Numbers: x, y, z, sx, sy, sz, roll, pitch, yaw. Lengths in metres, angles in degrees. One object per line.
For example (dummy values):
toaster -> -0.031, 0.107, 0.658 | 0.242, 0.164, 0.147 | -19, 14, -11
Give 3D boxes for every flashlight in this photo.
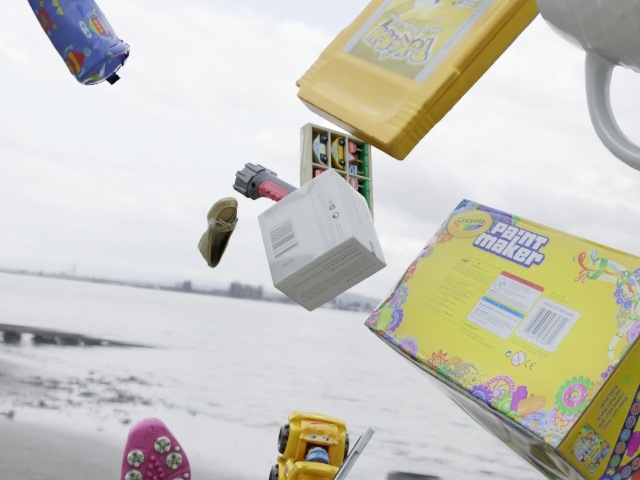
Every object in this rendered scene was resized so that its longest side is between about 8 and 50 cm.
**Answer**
flashlight -> -0.092, -0.094, 2.148 | 0.304, 0.103, 0.103 | 28, 12, 36

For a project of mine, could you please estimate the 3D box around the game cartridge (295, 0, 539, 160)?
game cartridge -> 0.133, -0.281, 1.248 | 0.053, 0.324, 0.285 | 47, -6, -38

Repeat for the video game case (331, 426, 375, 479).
video game case -> 0.025, 0.281, 1.068 | 0.011, 0.122, 0.087 | 33, -16, 7

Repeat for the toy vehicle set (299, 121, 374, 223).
toy vehicle set -> 0.035, -0.098, 1.841 | 0.166, 0.267, 0.035 | 11, -21, -34

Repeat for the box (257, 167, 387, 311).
box -> 0.000, 0.000, 1.632 | 0.182, 0.181, 0.119 | -32, -42, 18

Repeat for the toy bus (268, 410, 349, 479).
toy bus -> -0.019, 0.479, 1.783 | 0.149, 0.220, 0.211 | 11, 8, -6

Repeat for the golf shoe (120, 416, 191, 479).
golf shoe -> -0.263, 0.411, 1.454 | 0.115, 0.306, 0.140 | -14, 21, -14

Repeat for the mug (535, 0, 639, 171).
mug -> 0.383, -0.244, 0.878 | 0.328, 0.374, 0.276 | 10, 1, 41

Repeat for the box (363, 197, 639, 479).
box -> 0.247, 0.135, 0.860 | 0.279, 0.177, 0.290 | 43, -8, -31

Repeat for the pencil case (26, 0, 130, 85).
pencil case -> -0.490, -0.452, 1.751 | 0.133, 0.306, 0.119 | -32, 0, -30

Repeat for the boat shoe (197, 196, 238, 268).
boat shoe -> -0.176, -0.015, 1.564 | 0.056, 0.048, 0.153 | -4, -38, -34
